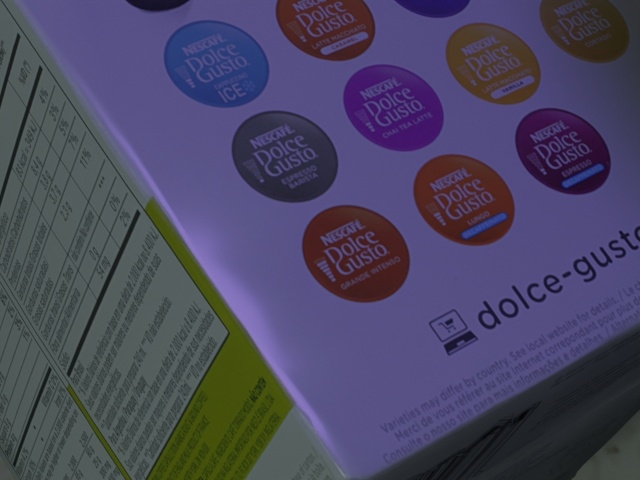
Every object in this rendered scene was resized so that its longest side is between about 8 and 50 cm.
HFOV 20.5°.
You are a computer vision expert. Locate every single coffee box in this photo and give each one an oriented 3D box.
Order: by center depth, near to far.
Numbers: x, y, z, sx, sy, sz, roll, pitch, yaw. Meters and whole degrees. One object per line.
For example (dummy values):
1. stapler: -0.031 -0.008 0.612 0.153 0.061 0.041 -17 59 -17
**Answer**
1. coffee box: 0.000 0.000 0.994 0.334 0.338 0.338 54 147 17
